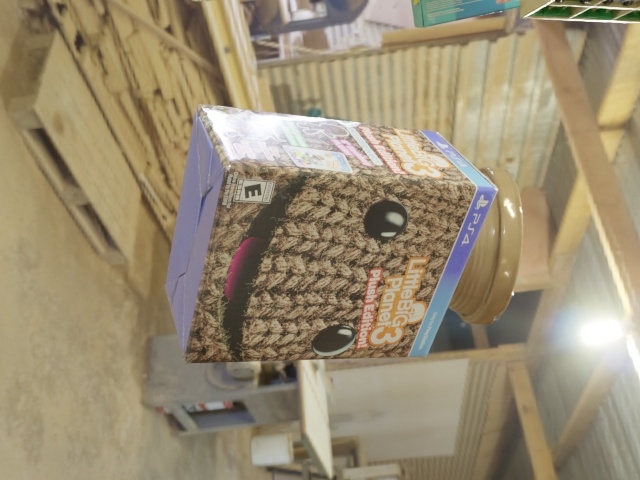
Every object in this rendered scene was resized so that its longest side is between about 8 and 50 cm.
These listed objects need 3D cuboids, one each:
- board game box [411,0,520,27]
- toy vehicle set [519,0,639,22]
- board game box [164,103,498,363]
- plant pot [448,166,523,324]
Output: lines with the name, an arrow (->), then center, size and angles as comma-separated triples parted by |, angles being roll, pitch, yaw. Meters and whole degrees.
board game box -> 0.302, -0.640, 1.471 | 0.079, 0.254, 0.335 | -113, -169, -70
toy vehicle set -> 0.480, -0.395, 1.127 | 0.166, 0.267, 0.035 | 175, -88, -74
board game box -> 0.000, 0.000, 0.766 | 0.141, 0.291, 0.231 | -121, -140, -51
plant pot -> 0.204, 0.004, 1.048 | 0.237, 0.110, 0.237 | -174, -90, -83
